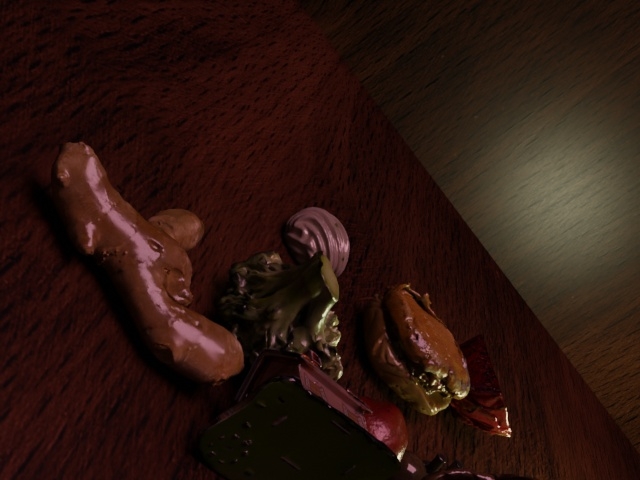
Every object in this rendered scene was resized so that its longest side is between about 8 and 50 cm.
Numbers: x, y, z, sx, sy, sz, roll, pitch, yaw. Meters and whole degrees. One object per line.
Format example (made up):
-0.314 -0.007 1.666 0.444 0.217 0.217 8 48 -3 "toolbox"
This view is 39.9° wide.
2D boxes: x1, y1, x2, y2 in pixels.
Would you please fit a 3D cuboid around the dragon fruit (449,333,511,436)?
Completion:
0.388 0.409 2.254 0.317 0.152 0.205 -89 161 -70 "dragon fruit"

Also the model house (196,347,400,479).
-0.043 0.286 1.381 0.294 0.207 0.154 43 19 -32 "model house"

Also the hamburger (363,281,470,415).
0.227 0.257 2.067 0.318 0.158 0.319 45 23 -25 "hamburger"

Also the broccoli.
-0.044 0.123 1.543 0.248 0.245 0.288 -2 61 -59 "broccoli"

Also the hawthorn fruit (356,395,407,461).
0.074 0.367 1.576 0.169 0.169 0.188 56 20 -1 "hawthorn fruit"

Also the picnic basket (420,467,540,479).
0.283 0.504 1.382 0.337 0.337 0.293 41 55 -35 "picnic basket"

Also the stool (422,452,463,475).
0.252 0.525 1.792 0.217 0.121 0.125 46 19 -11 "stool"

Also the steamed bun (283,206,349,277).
0.000 0.000 2.027 0.183 0.106 0.183 46 21 -24 "steamed bun"

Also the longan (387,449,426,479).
0.157 0.465 1.709 0.106 0.106 0.119 -15 111 -68 "longan"

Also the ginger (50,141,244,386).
-0.279 0.042 1.366 0.348 0.122 0.363 30 39 -46 "ginger"
